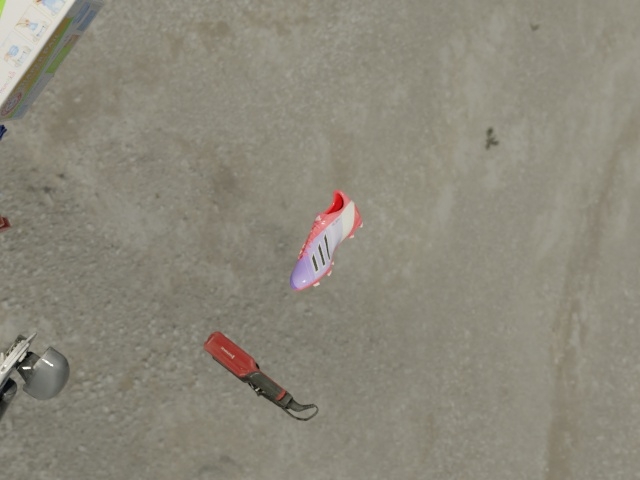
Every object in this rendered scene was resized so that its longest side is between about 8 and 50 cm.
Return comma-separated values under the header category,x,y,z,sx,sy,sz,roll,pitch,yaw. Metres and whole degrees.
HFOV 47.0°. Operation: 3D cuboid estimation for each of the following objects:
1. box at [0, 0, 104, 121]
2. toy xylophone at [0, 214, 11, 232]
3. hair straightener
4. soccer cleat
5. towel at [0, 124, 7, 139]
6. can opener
category,x,y,z,sx,sy,sz,roll,pitch,yaw
box,-0.388,-0.258,0.933,0.103,0.203,0.114,39,11,-8
toy xylophone,-0.391,-0.007,0.610,0.236,0.323,0.081,-20,94,-21
hair straightener,-0.094,0.235,1.236,0.047,0.230,0.089,-54,152,-20
soccer cleat,0.000,0.000,1.493,0.248,0.083,0.095,-51,119,-35
towel,-0.904,-0.122,1.959,0.040,0.336,0.243,16,39,-21
can opener,-0.406,0.220,0.946,0.095,0.283,0.076,34,36,-7
